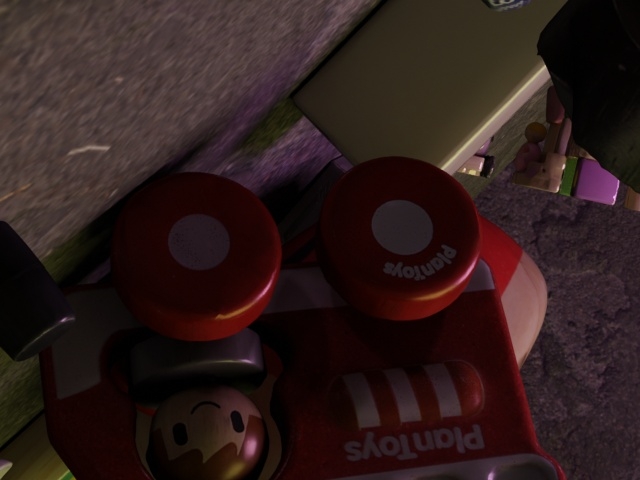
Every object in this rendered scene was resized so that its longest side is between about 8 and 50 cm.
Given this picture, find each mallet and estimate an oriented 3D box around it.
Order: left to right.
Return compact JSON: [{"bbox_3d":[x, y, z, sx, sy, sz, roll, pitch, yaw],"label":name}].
[{"bbox_3d":[-0.207,0.060,0.687,0.190,0.062,0.039,-31,174,10],"label":"mallet"}]

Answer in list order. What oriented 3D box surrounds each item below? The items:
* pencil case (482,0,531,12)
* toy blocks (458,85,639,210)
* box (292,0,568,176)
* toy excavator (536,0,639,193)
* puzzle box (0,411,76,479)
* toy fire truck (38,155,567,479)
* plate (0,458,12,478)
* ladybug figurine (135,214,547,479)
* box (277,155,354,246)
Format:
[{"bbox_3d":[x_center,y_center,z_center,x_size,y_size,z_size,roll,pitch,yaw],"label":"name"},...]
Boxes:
[{"bbox_3d":[0.123,-0.241,0.266,0.410,0.160,0.183,-46,-173,15],"label":"pencil case"},{"bbox_3d":[0.283,-0.176,1.551,0.288,0.309,0.260,-108,-150,-85],"label":"toy blocks"},{"bbox_3d":[0.118,-0.150,0.977,0.275,0.113,0.094,-44,174,6],"label":"box"},{"bbox_3d":[0.260,-0.230,0.717,0.445,0.433,0.222,1,142,-39],"label":"toy excavator"},{"bbox_3d":[-0.295,0.260,1.246,0.409,0.052,0.272,-42,172,-16],"label":"puzzle box"},{"bbox_3d":[-0.012,0.102,0.879,0.302,0.254,0.169,-6,152,-14],"label":"toy fire truck"},{"bbox_3d":[-0.348,0.248,0.898,0.277,0.045,0.278,-46,173,17],"label":"plate"},{"bbox_3d":[0.007,0.091,1.144,0.305,0.162,0.449,-19,-164,41],"label":"ladybug figurine"},{"bbox_3d":[0.000,0.000,1.397,0.231,0.056,0.183,-48,173,27],"label":"box"}]
